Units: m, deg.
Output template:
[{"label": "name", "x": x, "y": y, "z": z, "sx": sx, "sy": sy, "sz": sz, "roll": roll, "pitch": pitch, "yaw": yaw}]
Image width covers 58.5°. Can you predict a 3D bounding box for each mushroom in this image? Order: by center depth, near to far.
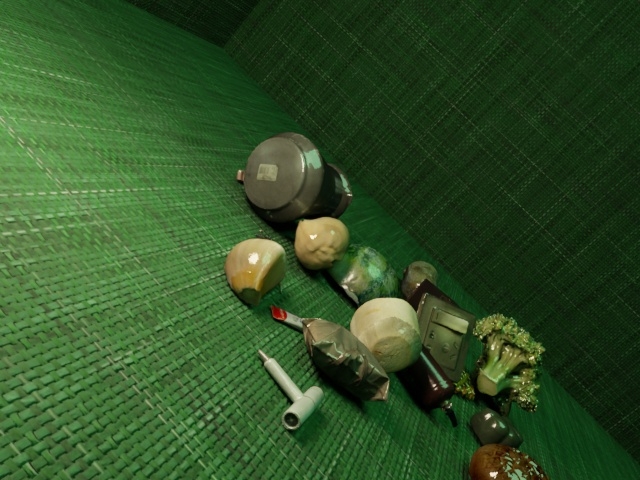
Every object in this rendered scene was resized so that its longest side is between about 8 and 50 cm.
[{"label": "mushroom", "x": 0.514, "y": 0.661, "z": 1.541, "sx": 0.253, "sy": 0.153, "sz": 0.253, "roll": 30, "pitch": 22, "yaw": -13}]

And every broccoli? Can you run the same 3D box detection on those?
[{"label": "broccoli", "x": 0.708, "y": 0.486, "z": 2.180, "sx": 0.277, "sy": 0.317, "sz": 0.338, "roll": 8, "pitch": -41, "yaw": 34}]

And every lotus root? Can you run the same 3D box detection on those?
[{"label": "lotus root", "x": 0.439, "y": 0.194, "z": 2.501, "sx": 0.175, "sy": 0.175, "sz": 0.349, "roll": 42, "pitch": 19, "yaw": -8}]

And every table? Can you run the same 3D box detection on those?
[{"label": "table", "x": 0.444, "y": 0.287, "z": 2.234, "sx": 0.169, "sy": 0.172, "sz": 0.193, "roll": 38, "pitch": 7, "yaw": -17}]

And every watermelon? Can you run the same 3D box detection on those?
[{"label": "watermelon", "x": 0.168, "y": 0.163, "z": 1.991, "sx": 0.305, "sy": 0.180, "sz": 0.224, "roll": 48, "pitch": 60, "yaw": 1}]

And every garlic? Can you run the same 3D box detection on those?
[{"label": "garlic", "x": -0.154, "y": 0.075, "z": 1.470, "sx": 0.245, "sy": 0.146, "sz": 0.164, "roll": -12, "pitch": 89, "yaw": -73}]

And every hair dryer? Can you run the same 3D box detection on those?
[{"label": "hair dryer", "x": -0.085, "y": 0.299, "z": 1.195, "sx": 0.183, "sy": 0.044, "sz": 0.155, "roll": 41, "pitch": 14, "yaw": 10}]

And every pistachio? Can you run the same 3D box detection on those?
[{"label": "pistachio", "x": 0.000, "y": 0.000, "z": 1.887, "sx": 0.187, "sy": 0.187, "sz": 0.299, "roll": 43, "pitch": 6, "yaw": -3}]

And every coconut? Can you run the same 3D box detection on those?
[{"label": "coconut", "x": 0.188, "y": 0.265, "z": 1.649, "sx": 0.202, "sy": 0.202, "sz": 0.222, "roll": 39, "pitch": 18, "yaw": -17}]

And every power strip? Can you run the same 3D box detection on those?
[{"label": "power strip", "x": 0.402, "y": 0.333, "z": 1.963, "sx": 0.257, "sy": 0.251, "sz": 0.092, "roll": 25, "pitch": -8, "yaw": -26}]

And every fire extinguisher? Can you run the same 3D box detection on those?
[{"label": "fire extinguisher", "x": 0.311, "y": 0.409, "z": 1.748, "sx": 0.337, "sy": 0.114, "sz": 0.135, "roll": 55, "pitch": -8, "yaw": 34}]

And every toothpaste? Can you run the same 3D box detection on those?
[{"label": "toothpaste", "x": -0.051, "y": 0.219, "z": 1.490, "sx": 0.190, "sy": 0.031, "sz": 0.048, "roll": 31, "pitch": 24, "yaw": -31}]

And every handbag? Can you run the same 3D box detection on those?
[{"label": "handbag", "x": 0.065, "y": 0.299, "z": 1.409, "sx": 0.270, "sy": 0.117, "sz": 0.182, "roll": 39, "pitch": 3, "yaw": -16}]

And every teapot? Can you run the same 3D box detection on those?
[{"label": "teapot", "x": -0.099, "y": -0.197, "z": 2.012, "sx": 0.376, "sy": 0.305, "sz": 0.362, "roll": 9, "pitch": -5, "yaw": 30}]

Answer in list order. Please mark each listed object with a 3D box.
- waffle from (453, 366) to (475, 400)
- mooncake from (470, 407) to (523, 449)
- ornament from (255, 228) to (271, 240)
[{"label": "waffle", "x": 0.482, "y": 0.480, "z": 2.093, "sx": 0.229, "sy": 0.051, "sz": 0.231, "roll": 38, "pitch": 17, "yaw": -31}, {"label": "mooncake", "x": 0.573, "y": 0.621, "z": 1.863, "sx": 0.168, "sy": 0.104, "sz": 0.175, "roll": 43, "pitch": 11, "yaw": 19}, {"label": "ornament", "x": -0.173, "y": -0.004, "z": 1.761, "sx": 0.073, "sy": 0.028, "sz": 0.125, "roll": 36, "pitch": 20, "yaw": -29}]
